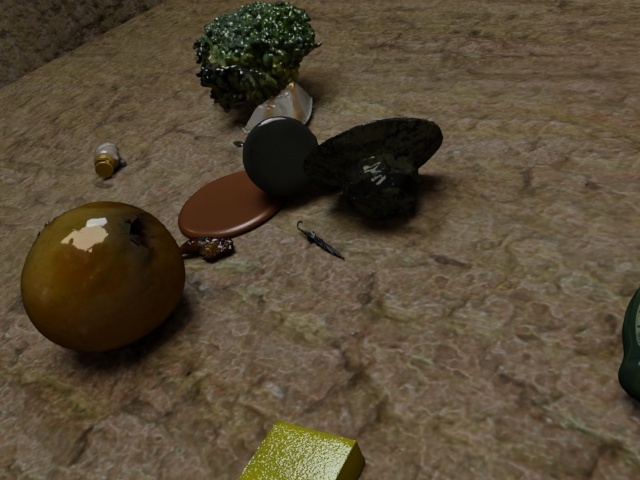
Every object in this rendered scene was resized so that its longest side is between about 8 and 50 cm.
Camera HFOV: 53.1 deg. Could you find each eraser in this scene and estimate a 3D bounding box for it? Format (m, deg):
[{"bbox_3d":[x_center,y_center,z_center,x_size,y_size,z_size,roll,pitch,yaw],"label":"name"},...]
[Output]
[{"bbox_3d":[-0.022,0.279,0.773,0.122,0.045,0.097,4,40,31],"label":"eraser"}]

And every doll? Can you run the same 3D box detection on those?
[{"bbox_3d":[-0.556,-0.217,1.697,0.084,0.073,0.127,10,35,-17],"label":"doll"}]

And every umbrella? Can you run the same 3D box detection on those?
[{"bbox_3d":[-0.002,0.004,1.170,0.022,0.022,0.149,3,27,-40],"label":"umbrella"}]

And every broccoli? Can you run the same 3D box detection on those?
[{"bbox_3d":[-0.166,-0.490,1.673,0.334,0.272,0.324,-26,12,-1],"label":"broccoli"}]

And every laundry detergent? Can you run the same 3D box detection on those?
[{"bbox_3d":[0.420,0.137,0.734,0.144,0.078,0.221,10,43,28],"label":"laundry detergent"}]

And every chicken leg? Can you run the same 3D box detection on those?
[{"bbox_3d":[-0.234,0.018,1.248,0.145,0.037,0.062,-2,51,20],"label":"chicken leg"}]

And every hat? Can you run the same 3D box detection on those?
[{"bbox_3d":[0.107,-0.110,1.163,0.266,0.265,0.128,-13,68,8],"label":"hat"}]

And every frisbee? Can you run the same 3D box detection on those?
[{"bbox_3d":[-0.189,-0.082,1.372,0.251,0.021,0.251,-11,36,8],"label":"frisbee"}]

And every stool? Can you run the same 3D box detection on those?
[{"bbox_3d":[-0.062,-0.162,1.317,0.153,0.228,0.139,-49,10,8],"label":"stool"}]

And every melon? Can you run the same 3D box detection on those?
[{"bbox_3d":[-0.093,-0.310,1.585,0.202,0.093,0.139,-32,44,-10],"label":"melon"}]

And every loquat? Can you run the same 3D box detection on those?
[{"bbox_3d":[-0.363,0.062,1.076,0.263,0.263,0.263,-13,35,9],"label":"loquat"}]
